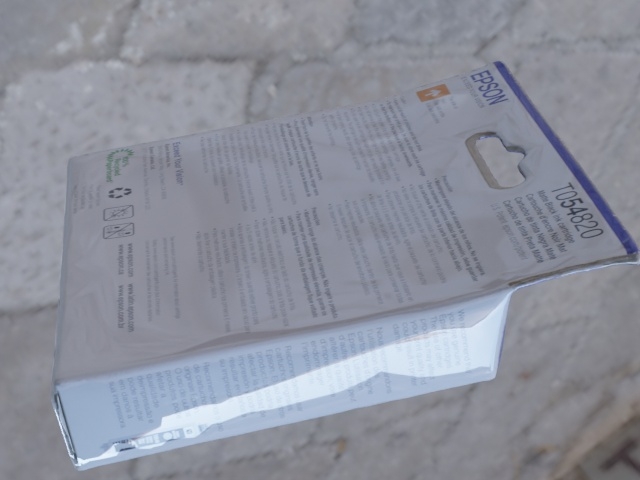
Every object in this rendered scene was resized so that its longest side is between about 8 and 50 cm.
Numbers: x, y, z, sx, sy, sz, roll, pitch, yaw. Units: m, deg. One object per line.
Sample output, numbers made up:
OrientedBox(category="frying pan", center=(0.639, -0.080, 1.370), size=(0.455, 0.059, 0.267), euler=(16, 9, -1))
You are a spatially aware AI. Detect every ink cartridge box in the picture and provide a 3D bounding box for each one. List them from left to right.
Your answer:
OrientedBox(category="ink cartridge box", center=(0.000, 0.000, 0.632), size=(0.224, 0.223, 0.045), euler=(-13, 117, -1))
